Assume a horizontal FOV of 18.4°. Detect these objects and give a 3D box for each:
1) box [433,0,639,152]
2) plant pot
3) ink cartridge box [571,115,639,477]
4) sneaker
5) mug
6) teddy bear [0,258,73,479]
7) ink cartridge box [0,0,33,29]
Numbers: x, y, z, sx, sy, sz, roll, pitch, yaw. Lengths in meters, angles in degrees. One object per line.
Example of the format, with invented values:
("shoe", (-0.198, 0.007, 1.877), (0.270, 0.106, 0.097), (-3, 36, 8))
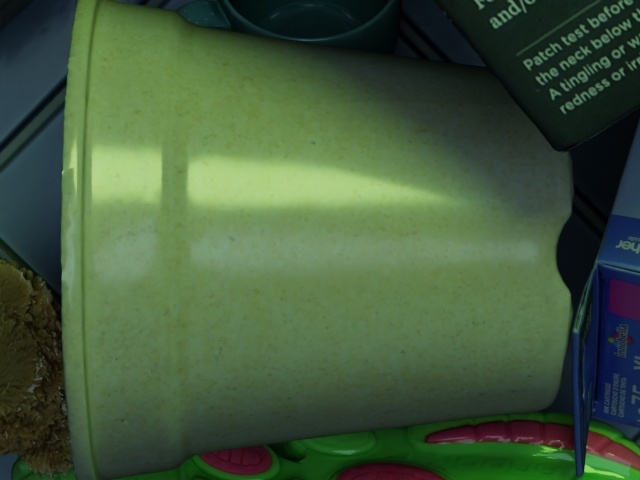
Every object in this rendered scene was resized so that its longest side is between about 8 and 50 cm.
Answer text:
("box", (0.145, -0.391, 1.160), (0.297, 0.480, 0.471), (-32, 106, 29))
("plant pot", (0.000, 0.000, 1.288), (0.306, 0.334, 0.333), (0, 96, -2))
("ink cartridge box", (0.233, -0.008, 1.334), (0.065, 0.185, 0.311), (14, 56, 16))
("sneaker", (0.003, 0.216, 1.419), (0.483, 0.185, 0.202), (9, 130, 13))
("mug", (-0.021, -0.164, 1.417), (0.158, 0.097, 0.129), (9, 58, 7))
("teddy bear", (-0.310, 0.100, 1.421), (0.338, 0.113, 0.245), (-29, 79, 21))
("ink cartridge box", (-0.182, -0.220, 1.345), (0.275, 0.239, 0.060), (-41, 96, 2))
